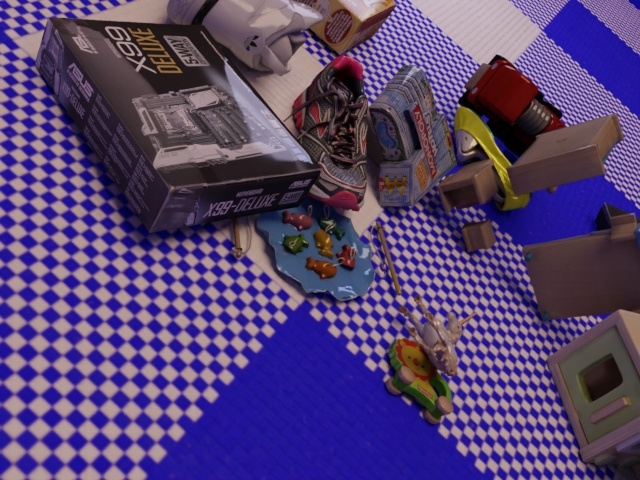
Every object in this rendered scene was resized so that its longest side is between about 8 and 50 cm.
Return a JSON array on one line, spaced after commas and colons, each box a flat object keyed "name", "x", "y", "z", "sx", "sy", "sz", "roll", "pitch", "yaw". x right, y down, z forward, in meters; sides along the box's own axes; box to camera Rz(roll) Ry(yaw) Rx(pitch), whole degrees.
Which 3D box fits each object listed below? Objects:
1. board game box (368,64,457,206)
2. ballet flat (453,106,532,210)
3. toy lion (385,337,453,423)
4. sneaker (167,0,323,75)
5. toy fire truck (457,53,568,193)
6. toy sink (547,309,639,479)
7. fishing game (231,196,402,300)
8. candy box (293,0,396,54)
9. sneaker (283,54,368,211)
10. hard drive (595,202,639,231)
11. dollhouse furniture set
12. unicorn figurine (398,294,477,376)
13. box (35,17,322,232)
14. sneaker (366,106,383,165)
[{"name": "board game box", "x": 0.143, "y": -0.151, "z": 1.206, "sx": 0.194, "sy": 0.060, "sz": 0.194, "roll": -56, "pitch": 136, "yaw": -42}, {"name": "ballet flat", "x": 0.297, "y": -0.148, "z": 1.391, "sx": 0.077, "sy": 0.077, "sz": 0.231, "roll": -26, "pitch": 71, "yaw": -19}, {"name": "toy lion", "x": 0.128, "y": 0.174, "z": 0.976, "sx": 0.100, "sy": 0.034, "sz": 0.096, "roll": 39, "pitch": 31, "yaw": -4}, {"name": "sneaker", "x": -0.112, "y": -0.403, "z": 1.241, "sx": 0.210, "sy": 0.137, "sz": 0.366, "roll": 34, "pitch": 35, "yaw": -20}, {"name": "toy fire truck", "x": 0.384, "y": -0.210, "z": 1.403, "sx": 0.217, "sy": 0.158, "sz": 0.246, "roll": 36, "pitch": 7, "yaw": -24}, {"name": "toy sink", "x": 0.450, "y": 0.242, "z": 1.081, "sx": 0.131, "sy": 0.153, "sz": 0.234, "roll": 14, "pitch": 47, "yaw": -30}, {"name": "fishing game", "x": 0.000, "y": 0.000, "z": 1.023, "sx": 0.264, "sy": 0.041, "sz": 0.189, "roll": 18, "pitch": 42, "yaw": -27}, {"name": "candy box", "x": -0.023, "y": -0.505, "z": 1.439, "sx": 0.316, "sy": 0.087, "sz": 0.183, "roll": 43, "pitch": 37, "yaw": 1}, {"name": "sneaker", "x": 0.019, "y": -0.164, "z": 1.127, "sx": 0.121, "sy": 0.112, "sz": 0.299, "roll": 19, "pitch": 42, "yaw": -25}, {"name": "hard drive", "x": 0.671, "y": 0.036, "z": 1.535, "sx": 0.254, "sy": 0.054, "sz": 0.172, "roll": 23, "pitch": 42, "yaw": -22}, {"name": "dollhouse furniture set", "x": 0.395, "y": -0.012, "z": 1.242, "sx": 0.198, "sy": 0.286, "sz": 0.303, "roll": -37, "pitch": 109, "yaw": -54}, {"name": "unicorn figurine", "x": 0.156, "y": 0.125, "z": 1.010, "sx": 0.111, "sy": 0.060, "sz": 0.162, "roll": 48, "pitch": 29, "yaw": -22}, {"name": "box", "x": -0.181, "y": -0.158, "z": 0.967, "sx": 0.242, "sy": 0.076, "sz": 0.307, "roll": -12, "pitch": 56, "yaw": -45}, {"name": "sneaker", "x": 0.093, "y": -0.186, "z": 1.265, "sx": 0.070, "sy": 0.051, "sz": 0.134, "roll": -29, "pitch": 81, "yaw": -46}]
